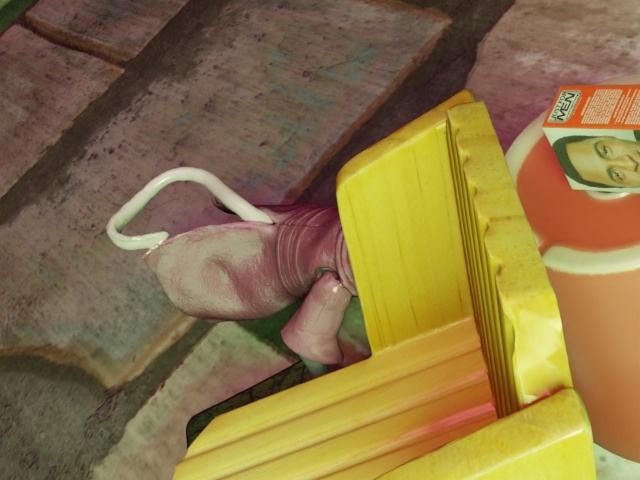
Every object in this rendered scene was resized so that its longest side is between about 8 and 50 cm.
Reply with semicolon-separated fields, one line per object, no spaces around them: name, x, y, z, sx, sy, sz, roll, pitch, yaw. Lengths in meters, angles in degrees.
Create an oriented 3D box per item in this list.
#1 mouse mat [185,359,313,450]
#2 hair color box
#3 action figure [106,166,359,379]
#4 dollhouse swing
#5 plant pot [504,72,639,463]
mouse mat;-0.065;0.217;0.992;0.190;0.007;0.152;-30;41;12
hair color box;0.229;-0.066;0.604;0.141;0.072;0.043;8;59;42
action figure;0.000;0.000;0.956;0.370;0.275;0.248;-3;44;53
dollhouse swing;-0.005;0.119;0.613;0.305;0.315;0.347;-10;34;7
plant pot;0.273;0.016;0.740;0.275;0.243;0.275;-20;44;21
